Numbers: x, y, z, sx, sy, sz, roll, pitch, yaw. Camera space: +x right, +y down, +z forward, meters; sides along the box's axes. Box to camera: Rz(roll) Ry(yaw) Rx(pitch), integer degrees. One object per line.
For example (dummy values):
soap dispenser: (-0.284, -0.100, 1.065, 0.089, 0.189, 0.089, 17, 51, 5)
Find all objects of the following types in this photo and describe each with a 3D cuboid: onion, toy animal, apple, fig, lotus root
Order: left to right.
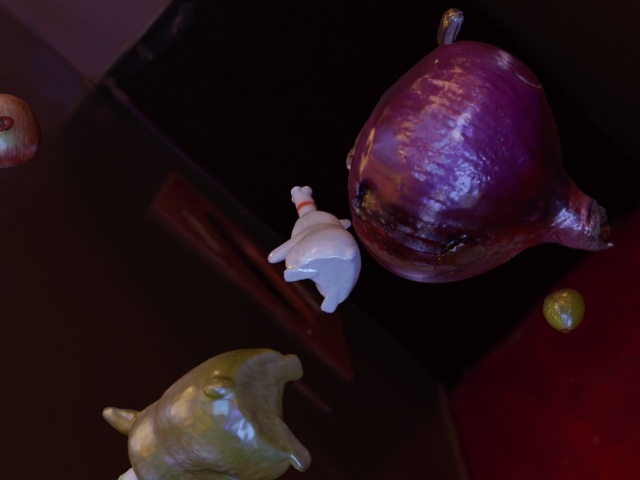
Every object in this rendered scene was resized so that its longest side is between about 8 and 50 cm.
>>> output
apple: (-0.553, -0.188, 1.966, 0.146, 0.131, 0.146, -9, 4, 1)
toy animal: (-0.166, 0.266, 1.549, 0.363, 0.180, 0.181, -35, 56, 45)
toy animal: (-0.007, 0.014, 2.111, 0.138, 0.140, 0.282, -53, 22, 10)
lotus root: (0.219, -0.368, 1.983, 0.030, 0.037, 0.083, -14, -32, -23)
onion: (0.236, -0.084, 1.605, 0.347, 0.385, 0.348, -62, -10, -20)
fig: (0.433, 0.128, 2.035, 0.074, 0.074, 0.088, -42, 26, 36)
